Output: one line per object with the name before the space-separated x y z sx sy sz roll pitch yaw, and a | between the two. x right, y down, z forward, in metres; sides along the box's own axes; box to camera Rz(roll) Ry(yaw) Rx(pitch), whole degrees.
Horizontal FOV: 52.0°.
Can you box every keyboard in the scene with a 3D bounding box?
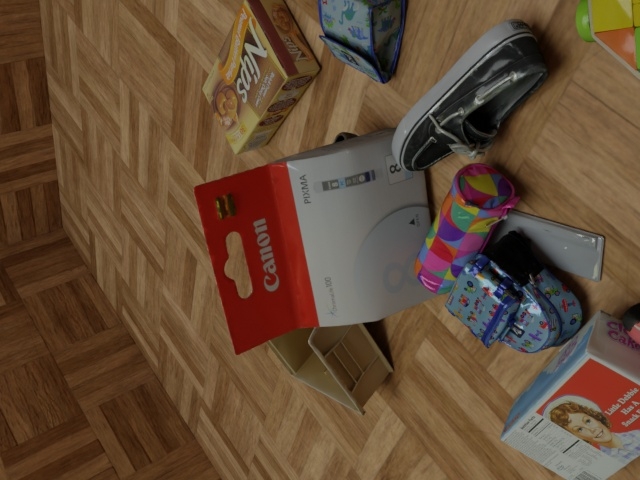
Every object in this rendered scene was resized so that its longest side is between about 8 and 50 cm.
keyboard | 0.313 -0.008 1.009 0.256 0.014 0.072 24 134 47

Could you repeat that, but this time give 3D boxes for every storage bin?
storage bin | -0.012 0.214 1.432 0.262 0.123 0.260 15 145 52

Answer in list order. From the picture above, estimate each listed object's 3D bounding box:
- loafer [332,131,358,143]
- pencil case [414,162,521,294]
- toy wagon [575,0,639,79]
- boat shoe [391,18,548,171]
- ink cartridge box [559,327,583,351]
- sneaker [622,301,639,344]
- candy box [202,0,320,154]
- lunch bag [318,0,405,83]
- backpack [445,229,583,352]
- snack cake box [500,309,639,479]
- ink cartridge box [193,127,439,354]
loafer | 0.002 -0.071 1.181 0.096 0.084 0.268 28 93 37
pencil case | 0.223 -0.012 1.035 0.104 0.104 0.236 51 150 24
toy wagon | 0.392 -0.268 0.680 0.267 0.068 0.345 11 118 53
boat shoe | 0.213 -0.174 0.957 0.306 0.113 0.105 -44 57 46
ink cartridge box | 0.390 0.140 0.950 0.028 0.048 0.083 51 143 23
sneaker | 0.495 0.163 0.751 0.313 0.115 0.136 22 128 48
candy box | -0.136 -0.339 1.384 0.183 0.087 0.316 62 147 8
lunch bag | 0.066 -0.348 1.090 0.128 0.096 0.151 39 152 33
backpack | 0.297 0.100 0.997 0.173 0.116 0.158 47 148 21
snack cake box | 0.386 0.234 0.929 0.152 0.089 0.264 31 138 10
ink cartridge box | 0.012 0.004 1.102 0.091 0.384 0.308 23 128 58
